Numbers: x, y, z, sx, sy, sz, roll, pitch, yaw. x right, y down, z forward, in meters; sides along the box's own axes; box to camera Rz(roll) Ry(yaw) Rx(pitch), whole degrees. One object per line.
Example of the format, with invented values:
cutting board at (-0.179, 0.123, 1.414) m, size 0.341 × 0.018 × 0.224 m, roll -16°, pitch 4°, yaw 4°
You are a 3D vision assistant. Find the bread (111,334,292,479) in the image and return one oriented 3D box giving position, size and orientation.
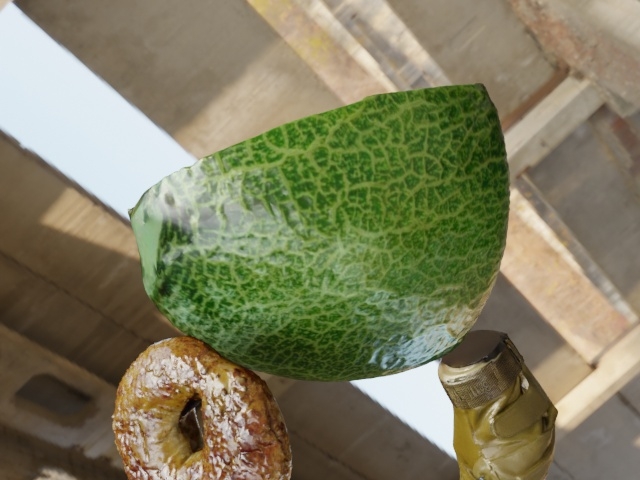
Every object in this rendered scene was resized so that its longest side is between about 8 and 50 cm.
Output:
bread at (-0.109, 0.175, 0.727) m, size 0.193 × 0.193 × 0.064 m, roll 49°, pitch -147°, yaw 16°

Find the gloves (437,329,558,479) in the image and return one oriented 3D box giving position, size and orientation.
gloves at (0.266, 0.284, 1.212) m, size 0.141 × 0.154 × 0.331 m, roll 6°, pitch 128°, yaw 46°

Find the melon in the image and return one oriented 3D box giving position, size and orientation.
melon at (0.000, 0.000, 0.837) m, size 0.343 × 0.331 × 0.226 m, roll -18°, pitch -136°, yaw -32°
